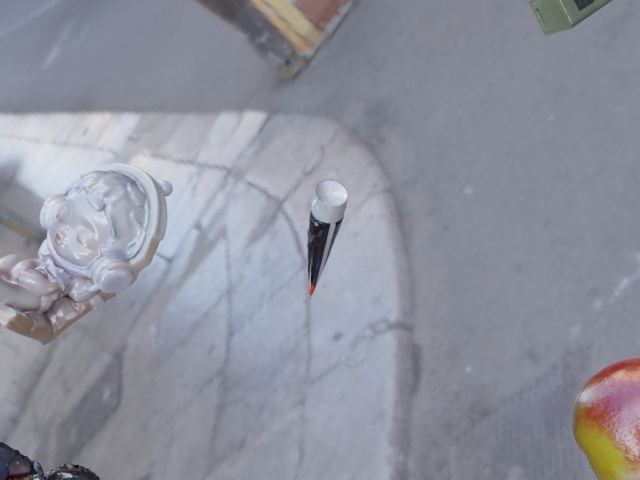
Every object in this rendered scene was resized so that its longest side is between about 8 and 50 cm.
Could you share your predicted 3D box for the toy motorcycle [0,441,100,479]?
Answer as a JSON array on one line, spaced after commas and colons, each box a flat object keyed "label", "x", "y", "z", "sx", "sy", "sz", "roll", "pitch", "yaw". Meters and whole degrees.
[{"label": "toy motorcycle", "x": -0.304, "y": 0.233, "z": 1.048, "sx": 0.082, "sy": 0.213, "sz": 0.122, "roll": 138, "pitch": 153, "yaw": -69}]

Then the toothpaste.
[{"label": "toothpaste", "x": 0.000, "y": 0.000, "z": 1.589, "sx": 0.193, "sy": 0.045, "sz": 0.071, "roll": 105, "pitch": 170, "yaw": -51}]

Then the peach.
[{"label": "peach", "x": 0.447, "y": 0.253, "z": 1.604, "sx": 0.192, "sy": 0.190, "sz": 0.190, "roll": -30, "pitch": 30, "yaw": 23}]

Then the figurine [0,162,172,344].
[{"label": "figurine", "x": -0.267, "y": 0.002, "z": 1.298, "sx": 0.237, "sy": 0.141, "sz": 0.162, "roll": -39, "pitch": 55, "yaw": -1}]

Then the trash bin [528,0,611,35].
[{"label": "trash bin", "x": 0.276, "y": -0.261, "z": 1.235, "sx": 0.092, "sy": 0.043, "sz": 0.061, "roll": -33, "pitch": 12, "yaw": -15}]
